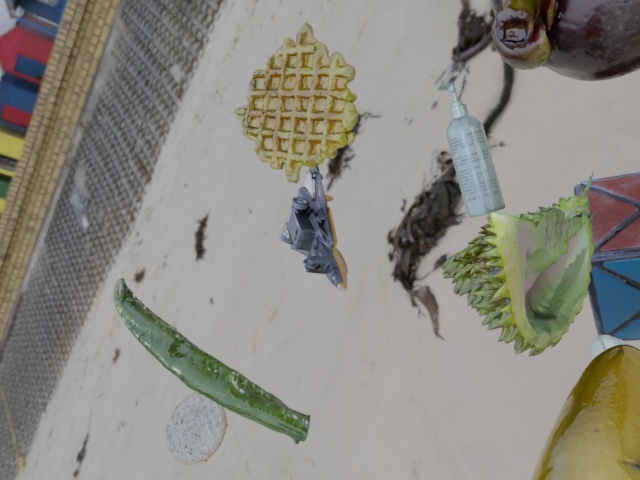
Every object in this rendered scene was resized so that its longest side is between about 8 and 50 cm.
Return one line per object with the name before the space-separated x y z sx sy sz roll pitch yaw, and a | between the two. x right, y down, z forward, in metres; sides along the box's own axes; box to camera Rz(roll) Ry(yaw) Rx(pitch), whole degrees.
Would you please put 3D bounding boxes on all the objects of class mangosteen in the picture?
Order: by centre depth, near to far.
mangosteen | 0.358 -0.356 0.771 0.293 0.297 0.297 -46 34 16

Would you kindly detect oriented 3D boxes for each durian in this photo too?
durian | 0.267 0.029 0.684 0.157 0.355 0.169 47 125 20

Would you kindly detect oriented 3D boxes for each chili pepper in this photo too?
chili pepper | -0.168 0.188 0.836 0.076 0.359 0.085 -55 6 -9

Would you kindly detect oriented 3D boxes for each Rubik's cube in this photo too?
Rubik's cube | 0.666 0.029 1.127 0.259 0.260 0.255 -10 38 30

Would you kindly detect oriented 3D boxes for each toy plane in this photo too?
toy plane | -0.012 -0.002 1.073 0.316 0.103 0.204 -102 25 -58

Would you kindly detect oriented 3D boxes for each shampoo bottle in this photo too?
shampoo bottle | 0.216 -0.133 0.817 0.056 0.056 0.195 -12 93 59

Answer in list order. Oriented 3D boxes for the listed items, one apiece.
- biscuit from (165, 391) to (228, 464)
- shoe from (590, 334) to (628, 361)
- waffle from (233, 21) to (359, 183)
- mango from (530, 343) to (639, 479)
biscuit | -0.258 0.388 1.172 0.152 0.020 0.152 -13 58 23
shoe | 0.584 0.311 0.918 0.132 0.160 0.363 73 -177 -62
waffle | -0.039 -0.231 0.974 0.243 0.059 0.238 -41 65 31
mango | 0.231 0.172 0.448 0.098 0.137 0.195 14 63 33
